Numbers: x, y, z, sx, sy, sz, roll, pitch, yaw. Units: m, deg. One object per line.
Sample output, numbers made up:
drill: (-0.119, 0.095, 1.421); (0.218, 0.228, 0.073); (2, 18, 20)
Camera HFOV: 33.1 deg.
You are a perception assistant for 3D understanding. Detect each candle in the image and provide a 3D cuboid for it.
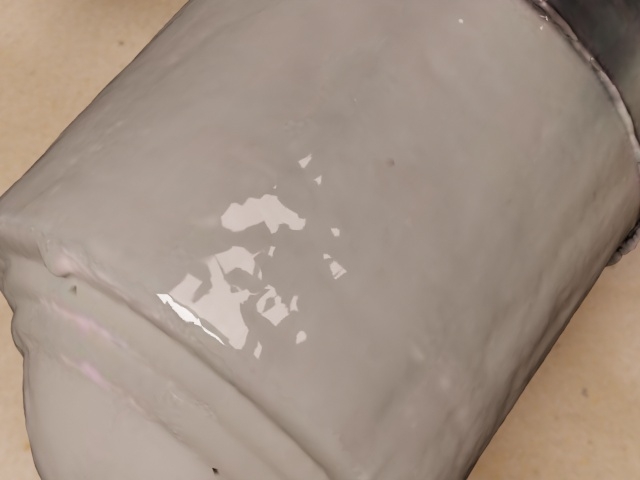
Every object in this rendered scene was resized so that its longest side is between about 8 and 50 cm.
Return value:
candle: (0.000, 0.000, 0.447); (0.221, 0.221, 0.342); (34, 69, 9)
